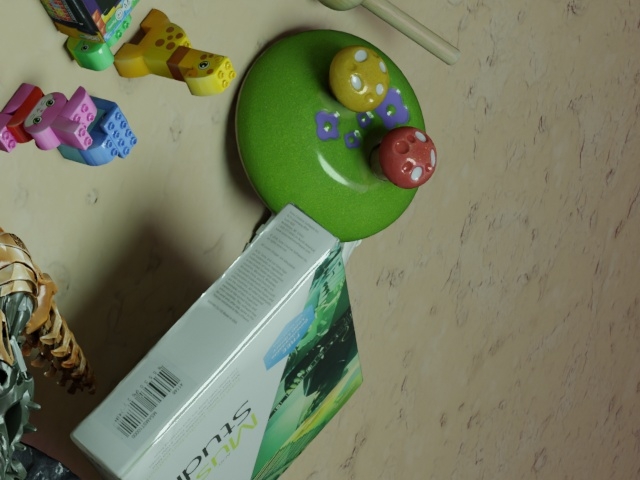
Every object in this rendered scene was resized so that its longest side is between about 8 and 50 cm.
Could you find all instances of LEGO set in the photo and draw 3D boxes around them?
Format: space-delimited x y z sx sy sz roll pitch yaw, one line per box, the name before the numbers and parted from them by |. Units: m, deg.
LEGO set | -0.122 -0.125 1.164 0.227 0.093 0.087 -58 146 -24

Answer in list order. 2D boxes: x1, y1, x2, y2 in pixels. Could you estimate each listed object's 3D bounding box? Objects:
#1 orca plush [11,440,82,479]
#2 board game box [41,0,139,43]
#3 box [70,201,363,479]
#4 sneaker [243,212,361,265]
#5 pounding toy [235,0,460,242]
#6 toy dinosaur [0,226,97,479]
orca plush | -0.279 0.271 1.146 0.151 0.102 0.287 22 78 -14
board game box | -0.145 -0.245 1.116 0.170 0.048 0.141 -57 143 -25
box | -0.066 0.129 1.276 0.232 0.058 0.322 -47 162 -14
sneaker | 0.000 0.000 1.438 0.235 0.090 0.095 -63 157 -14
pounding toy | 0.044 -0.118 1.347 0.183 0.110 0.237 33 66 -25
toy dinosaur | -0.234 0.055 1.035 0.322 0.164 0.218 22 69 -39
